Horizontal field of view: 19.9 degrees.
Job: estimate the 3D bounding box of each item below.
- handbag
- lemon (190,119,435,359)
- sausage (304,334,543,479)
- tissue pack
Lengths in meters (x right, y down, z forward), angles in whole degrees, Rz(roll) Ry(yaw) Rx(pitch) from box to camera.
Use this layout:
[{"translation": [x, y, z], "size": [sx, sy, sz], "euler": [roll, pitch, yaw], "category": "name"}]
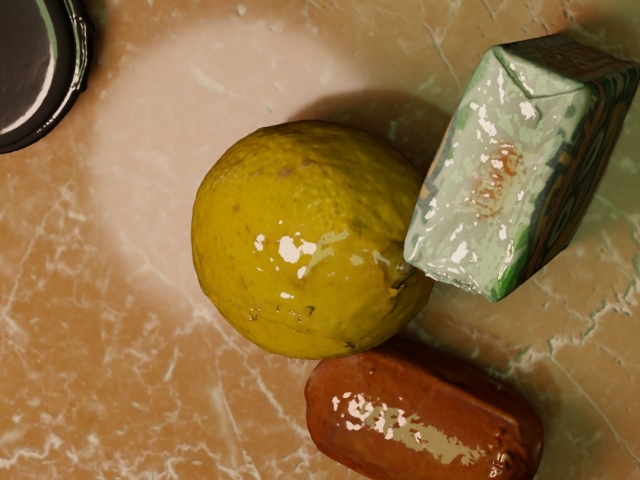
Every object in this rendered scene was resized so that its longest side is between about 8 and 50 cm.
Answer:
[{"translation": [-0.384, -0.249, 2.038], "size": [0.253, 0.093, 0.308], "euler": [-20, 96, 16], "category": "handbag"}, {"translation": [0.000, 0.000, 1.897], "size": [0.310, 0.253, 0.253], "euler": [17, 109, 49], "category": "lemon"}, {"translation": [0.109, 0.198, 1.973], "size": [0.268, 0.153, 0.141], "euler": [24, 107, 9], "category": "sausage"}, {"translation": [0.204, -0.080, 1.807], "size": [0.128, 0.311, 0.228], "euler": [25, 106, 13], "category": "tissue pack"}]
